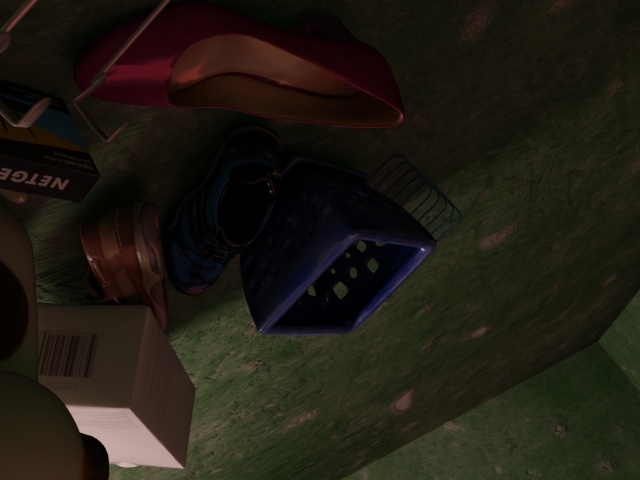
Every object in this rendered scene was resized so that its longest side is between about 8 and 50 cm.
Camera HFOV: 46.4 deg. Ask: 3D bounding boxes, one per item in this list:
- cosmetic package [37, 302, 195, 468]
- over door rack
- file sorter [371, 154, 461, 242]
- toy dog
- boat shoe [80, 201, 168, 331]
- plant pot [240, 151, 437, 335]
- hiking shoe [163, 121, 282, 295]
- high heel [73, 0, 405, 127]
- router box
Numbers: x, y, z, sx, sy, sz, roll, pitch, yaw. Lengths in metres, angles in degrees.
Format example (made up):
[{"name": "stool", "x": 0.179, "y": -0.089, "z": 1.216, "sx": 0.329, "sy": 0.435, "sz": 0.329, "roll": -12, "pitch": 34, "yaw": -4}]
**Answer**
[{"name": "cosmetic package", "x": -0.337, "y": 0.241, "z": 1.171, "sx": 0.217, "sy": 0.156, "sz": 0.385, "roll": 3, "pitch": 153, "yaw": 1}, {"name": "over door rack", "x": -0.167, "y": -0.248, "z": 0.628, "sx": 0.324, "sy": 0.108, "sz": 0.239, "roll": -58, "pitch": -179, "yaw": 6}, {"name": "file sorter", "x": 0.167, "y": -0.067, "z": 1.363, "sx": 0.104, "sy": 0.118, "sz": 0.170, "roll": -45, "pitch": 150, "yaw": 11}, {"name": "toy dog", "x": -0.392, "y": 0.154, "z": 0.822, "sx": 0.395, "sy": 0.408, "sz": 0.284, "roll": -38, "pitch": 151, "yaw": 9}, {"name": "boat shoe", "x": -0.287, "y": 0.051, "z": 1.094, "sx": 0.116, "sy": 0.123, "sz": 0.324, "roll": -6, "pitch": 147, "yaw": -13}, {"name": "plant pot", "x": 0.000, "y": 0.000, "z": 1.192, "sx": 0.236, "sy": 0.212, "sz": 0.236, "roll": 9, "pitch": 130, "yaw": -51}, {"name": "hiking shoe", "x": -0.149, "y": -0.021, "z": 1.065, "sx": 0.113, "sy": 0.132, "sz": 0.304, "roll": 17, "pitch": 123, "yaw": -21}, {"name": "high heel", "x": -0.079, "y": -0.183, "z": 0.866, "sx": 0.377, "sy": 0.181, "sz": 0.127, "roll": -18, "pitch": 147, "yaw": -27}, {"name": "router box", "x": -0.331, "y": -0.112, "z": 0.768, "sx": 0.046, "sy": 0.133, "sz": 0.178, "roll": -47, "pitch": 149, "yaw": 24}]
